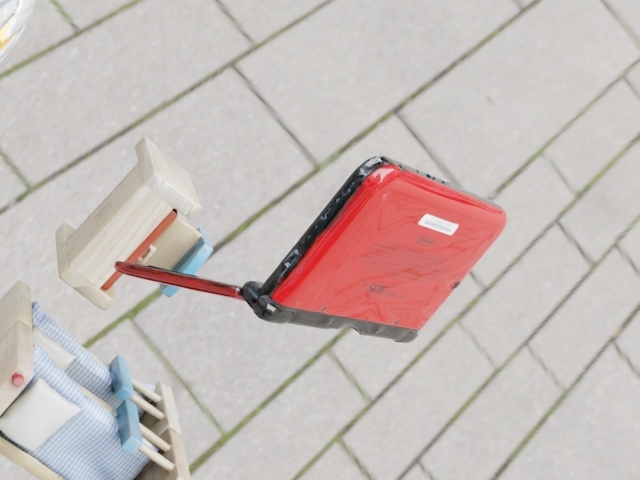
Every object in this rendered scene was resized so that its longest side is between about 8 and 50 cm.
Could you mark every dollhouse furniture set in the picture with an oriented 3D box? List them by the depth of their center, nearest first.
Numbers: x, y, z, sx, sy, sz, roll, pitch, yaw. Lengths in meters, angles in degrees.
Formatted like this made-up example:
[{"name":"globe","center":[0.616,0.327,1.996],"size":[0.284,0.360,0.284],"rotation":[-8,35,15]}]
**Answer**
[{"name":"dollhouse furniture set","center":[-0.111,0.062,0.762],"size":[0.129,0.183,0.129],"rotation":[40,8,-23]}]

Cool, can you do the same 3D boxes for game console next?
[{"name":"game console","center":[0.000,0.000,0.607],"size":[0.085,0.124,0.144],"rotation":[45,15,27]}]

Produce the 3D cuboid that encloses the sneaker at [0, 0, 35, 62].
[{"name":"sneaker","center":[-0.250,-0.086,0.704],"size":[0.083,0.215,0.084],"rotation":[55,12,-16]}]
